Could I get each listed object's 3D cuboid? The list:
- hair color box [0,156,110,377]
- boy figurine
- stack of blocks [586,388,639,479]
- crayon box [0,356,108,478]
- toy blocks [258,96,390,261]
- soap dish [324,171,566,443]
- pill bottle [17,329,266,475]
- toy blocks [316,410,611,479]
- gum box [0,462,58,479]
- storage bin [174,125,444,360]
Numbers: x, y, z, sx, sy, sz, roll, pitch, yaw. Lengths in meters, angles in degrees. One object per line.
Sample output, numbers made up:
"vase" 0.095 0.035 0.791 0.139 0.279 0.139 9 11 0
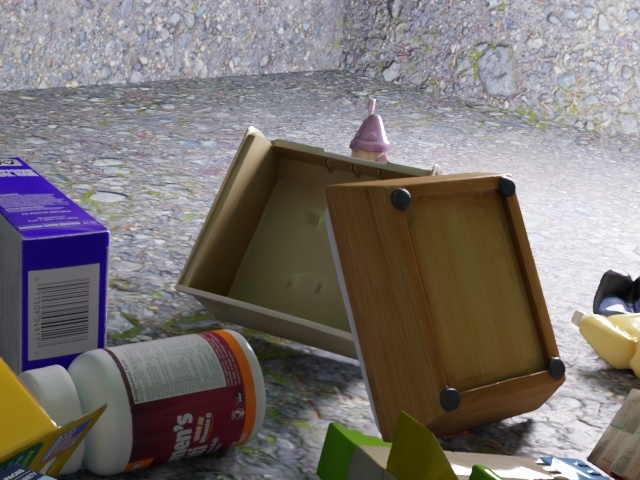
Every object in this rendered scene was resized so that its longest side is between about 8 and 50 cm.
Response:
"hair color box" -0.364 0.027 1.275 0.110 0.185 0.339 -7 22 -33
"boy figurine" 0.419 0.120 1.375 0.177 0.092 0.285 10 15 5
"stack of blocks" 0.346 0.212 0.863 0.171 0.087 0.297 34 -3 3
"crayon box" -0.320 0.198 0.721 0.083 0.203 0.323 46 31 14
"toy blocks" 0.053 -0.059 1.541 0.309 0.260 0.288 4 18 -4
"soap dish" 0.140 0.062 1.153 0.229 0.291 0.118 -7 -11 -35
"pill bottle" -0.174 0.159 1.024 0.221 0.121 0.121 -7 22 -33
"toy blocks" 0.191 0.260 0.782 0.261 0.190 0.381 10 9 -28
"gum box" -0.144 0.250 0.695 0.184 0.157 0.041 13 19 24
"storage bin" 0.000 0.000 1.330 0.262 0.260 0.123 14 -21 23
